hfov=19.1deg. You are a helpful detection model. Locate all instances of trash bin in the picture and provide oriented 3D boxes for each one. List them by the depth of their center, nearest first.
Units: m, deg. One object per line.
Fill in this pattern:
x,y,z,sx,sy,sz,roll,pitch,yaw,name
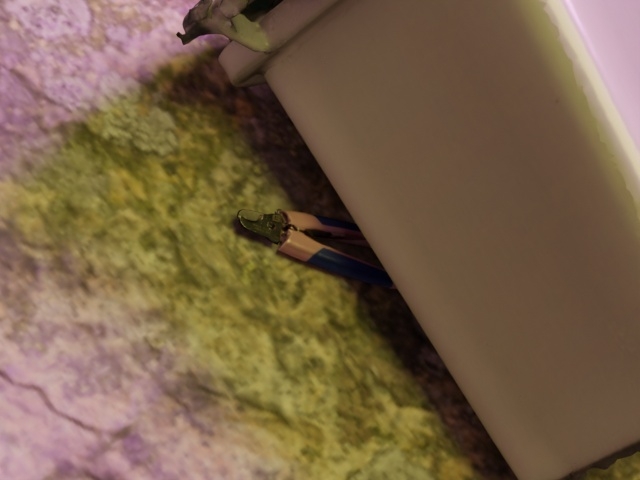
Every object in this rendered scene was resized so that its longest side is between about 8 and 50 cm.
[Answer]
0.127,-0.054,1.108,0.296,0.256,0.367,-17,78,-51,trash bin

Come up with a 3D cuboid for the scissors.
0.000,0.000,1.135,0.113,0.012,0.039,17,51,-27,scissors
